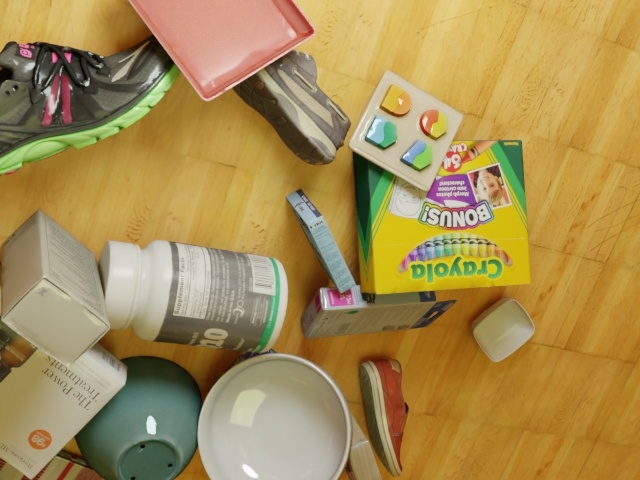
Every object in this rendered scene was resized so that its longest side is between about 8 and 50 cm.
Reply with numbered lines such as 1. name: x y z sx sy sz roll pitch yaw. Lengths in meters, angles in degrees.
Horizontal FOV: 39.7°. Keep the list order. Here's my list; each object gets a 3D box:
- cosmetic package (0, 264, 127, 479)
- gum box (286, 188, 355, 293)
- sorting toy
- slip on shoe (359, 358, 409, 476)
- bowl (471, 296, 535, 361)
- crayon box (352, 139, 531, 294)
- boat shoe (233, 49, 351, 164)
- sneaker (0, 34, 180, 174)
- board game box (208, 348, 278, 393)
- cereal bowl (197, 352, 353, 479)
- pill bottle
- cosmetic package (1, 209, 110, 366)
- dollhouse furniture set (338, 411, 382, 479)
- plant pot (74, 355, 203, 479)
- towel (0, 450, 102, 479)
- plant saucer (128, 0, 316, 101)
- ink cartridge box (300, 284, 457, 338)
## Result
1. cosmetic package: -0.622 0.254 1.764 0.377 0.097 0.284 43 97 -17
2. gum box: 0.000 0.000 1.867 0.041 0.157 0.184 -28 120 -5
3. sorting toy: 0.179 -0.228 1.811 0.193 0.038 0.208 29 70 -8
4. slip on shoe: 0.170 0.431 2.148 0.101 0.123 0.331 -16 113 -16
5. bowl: 0.441 0.212 2.174 0.142 0.053 0.142 -38 119 1
6. crayon box: 0.261 -0.051 1.893 0.362 0.106 0.313 -3 87 -17
7. boat shoe: -0.073 -0.308 1.740 0.130 0.132 0.355 -51 117 -22
8. sneaker: -0.467 -0.269 1.574 0.482 0.185 0.202 -25 117 -11
9. board game box: -0.148 0.326 2.026 0.141 0.048 0.170 36 98 -30
10. cereal bowl: -0.087 0.413 1.928 0.338 0.141 0.339 -1 85 12
11. pill bottle: -0.266 0.110 1.799 0.361 0.204 0.204 10 110 -22
12. cosmetic package: -0.497 0.081 1.645 0.113 0.309 0.160 -43 119 4
13. dollhouse furniture set: -0.028 0.560 2.087 0.303 0.198 0.286 -23 118 -8
14. plant pot: -0.382 0.423 1.905 0.290 0.195 0.290 -7 115 -15
15. towel: -0.674 0.536 1.948 0.329 0.037 0.237 31 103 -26
16. plant saucer: -0.182 -0.405 1.599 0.258 0.048 0.259 -36 87 -19
17. ink cartridge box: 0.127 0.153 1.979 0.311 0.065 0.186 -1 155 -17
